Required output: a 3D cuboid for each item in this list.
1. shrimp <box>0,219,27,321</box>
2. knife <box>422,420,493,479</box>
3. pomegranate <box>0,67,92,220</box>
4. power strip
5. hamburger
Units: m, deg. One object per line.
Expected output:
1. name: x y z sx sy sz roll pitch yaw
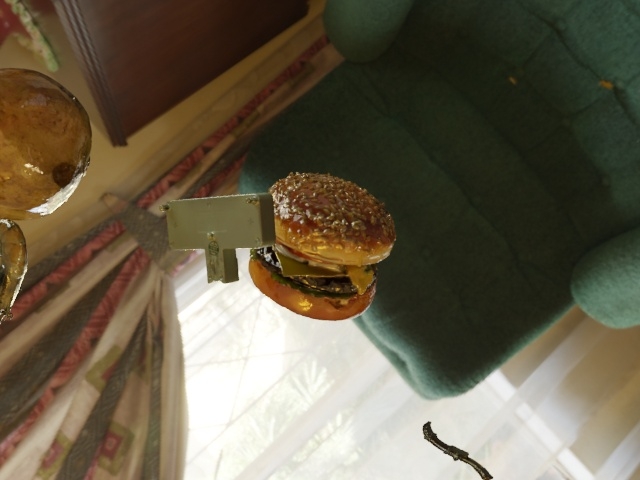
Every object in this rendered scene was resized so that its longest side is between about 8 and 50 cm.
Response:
1. shrimp: -0.635 0.057 1.193 0.150 0.217 0.051 28 -164 28
2. knife: 0.272 0.434 1.253 0.222 0.045 0.021 27 131 62
3. pomegranate: -0.554 -0.173 1.101 0.281 0.281 0.281 45 163 18
4. power strip: -0.169 -0.001 0.996 0.215 0.061 0.145 -2 95 36
5. hamburger: 0.000 0.000 1.166 0.291 0.291 0.225 38 123 36
